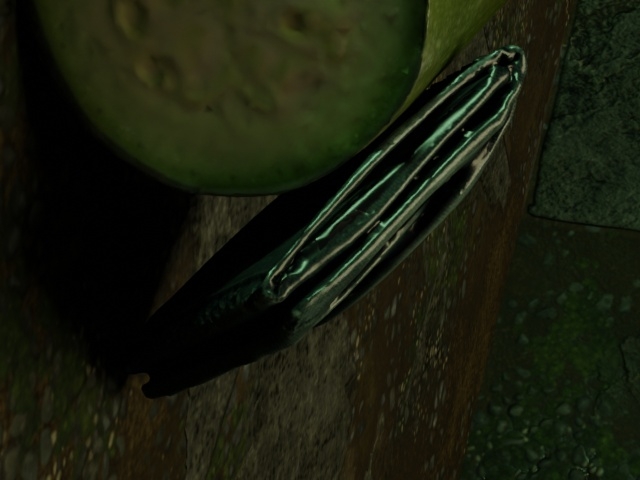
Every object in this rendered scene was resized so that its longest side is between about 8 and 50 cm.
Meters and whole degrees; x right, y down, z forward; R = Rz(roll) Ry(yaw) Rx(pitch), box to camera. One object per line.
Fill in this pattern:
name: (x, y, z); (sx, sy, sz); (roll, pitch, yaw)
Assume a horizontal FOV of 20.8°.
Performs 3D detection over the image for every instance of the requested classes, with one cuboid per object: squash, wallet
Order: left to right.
wallet: (0.000, 0.000, 1.153); (0.237, 0.075, 0.342); (-47, -173, -23)
squash: (0.001, -0.211, 1.150); (0.384, 0.263, 0.263); (-48, 142, -62)
